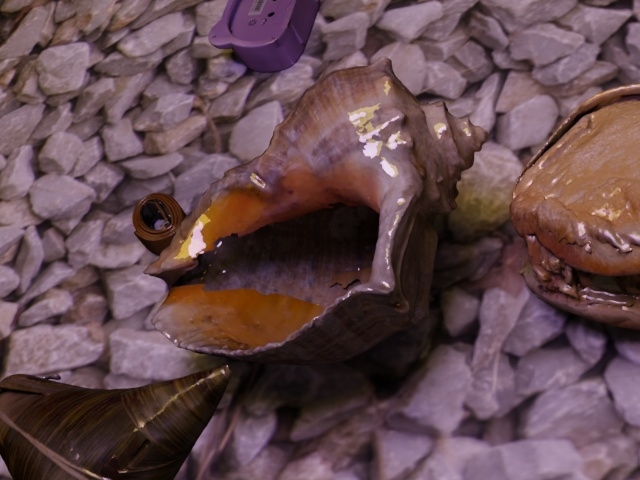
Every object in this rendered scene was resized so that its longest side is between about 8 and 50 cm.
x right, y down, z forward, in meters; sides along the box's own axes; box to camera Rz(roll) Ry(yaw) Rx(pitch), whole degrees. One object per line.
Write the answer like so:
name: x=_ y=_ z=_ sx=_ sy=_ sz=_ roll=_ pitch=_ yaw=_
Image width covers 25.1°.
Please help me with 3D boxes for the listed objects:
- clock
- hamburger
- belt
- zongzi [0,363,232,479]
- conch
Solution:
clock: x=-0.065 y=-0.269 z=1.735 sx=0.110 sy=0.050 sz=0.153 roll=-2 pitch=50 yaw=26
hamburger: x=0.303 y=-0.037 z=1.272 sx=0.286 sy=0.146 sz=0.243 roll=-19 pitch=38 yaw=21
belt: x=-0.176 y=-0.018 z=1.578 sx=0.059 sy=0.036 sz=0.083 roll=-37 pitch=42 yaw=-5
zongzi: x=-0.195 y=0.144 z=1.293 sx=0.241 sy=0.111 sz=0.248 roll=-54 pitch=45 yaw=10
conch: x=0.013 y=0.009 z=1.350 sx=0.352 sy=0.210 sz=0.297 roll=-40 pitch=31 yaw=24
